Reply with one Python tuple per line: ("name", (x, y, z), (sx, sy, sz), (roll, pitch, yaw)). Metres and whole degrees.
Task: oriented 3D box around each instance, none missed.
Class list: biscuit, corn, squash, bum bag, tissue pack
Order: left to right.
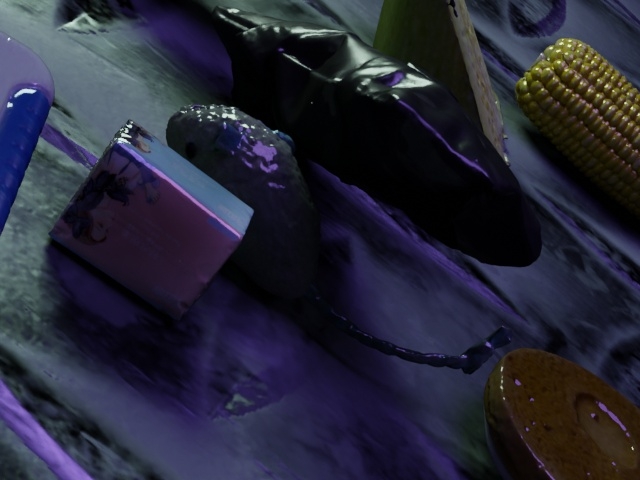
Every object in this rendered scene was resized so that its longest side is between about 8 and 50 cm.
("tissue pack", (-0.095, -0.011, 1.018), (0.094, 0.074, 0.059), (35, 18, -9))
("bum bag", (0.026, -0.081, 1.155), (0.144, 0.095, 0.340), (49, -7, -31))
("squash", (0.122, -0.174, 1.507), (0.204, 0.155, 0.237), (31, 24, -15))
("biscuit", (0.183, 0.160, 1.153), (0.208, 0.049, 0.181), (40, 25, -3))
("corn", (0.287, -0.086, 1.660), (0.244, 0.093, 0.093), (44, 24, -3))

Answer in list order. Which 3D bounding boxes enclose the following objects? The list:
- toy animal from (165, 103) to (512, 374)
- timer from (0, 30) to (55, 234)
("toy animal", (-0.003, 0.009, 1.105), (0.253, 0.079, 0.070), (43, 29, 4))
("timer", (-0.265, -0.080, 0.866), (0.253, 0.078, 0.178), (31, 36, -15))
